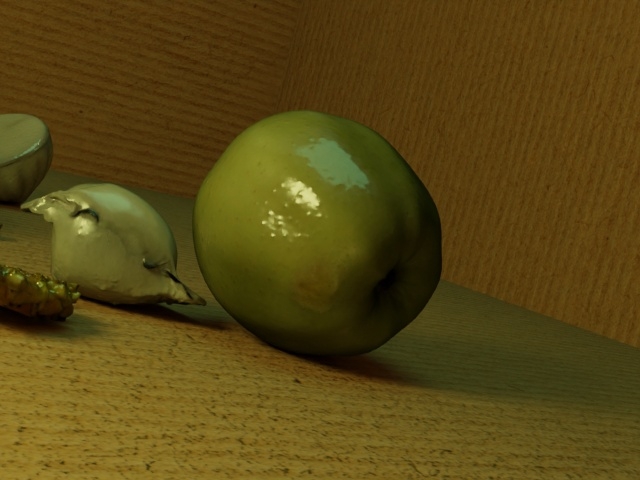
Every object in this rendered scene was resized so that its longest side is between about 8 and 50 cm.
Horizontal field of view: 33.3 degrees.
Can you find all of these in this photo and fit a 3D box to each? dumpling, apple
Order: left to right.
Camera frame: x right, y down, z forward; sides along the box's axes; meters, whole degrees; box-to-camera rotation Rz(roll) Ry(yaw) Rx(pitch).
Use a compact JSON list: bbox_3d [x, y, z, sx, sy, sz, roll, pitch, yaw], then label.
[{"bbox_3d":[-0.297,0.027,1.536,0.175,0.243,0.227,-26,-7,-13],"label":"dumpling"},{"bbox_3d":[0.000,0.000,1.507,0.357,0.357,0.357,14,4,-1],"label":"apple"}]

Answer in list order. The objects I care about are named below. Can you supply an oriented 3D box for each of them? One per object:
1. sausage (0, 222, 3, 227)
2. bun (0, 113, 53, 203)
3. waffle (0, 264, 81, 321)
[{"bbox_3d":[-0.632,-0.042,1.858,0.176,0.040,0.047,17,-2,27],"label":"sausage"},{"bbox_3d":[-0.726,-0.161,2.437,0.263,0.175,0.263,-7,34,5],"label":"bun"},{"bbox_3d":[-0.410,0.033,1.251,0.238,0.059,0.243,16,-10,23],"label":"waffle"}]
